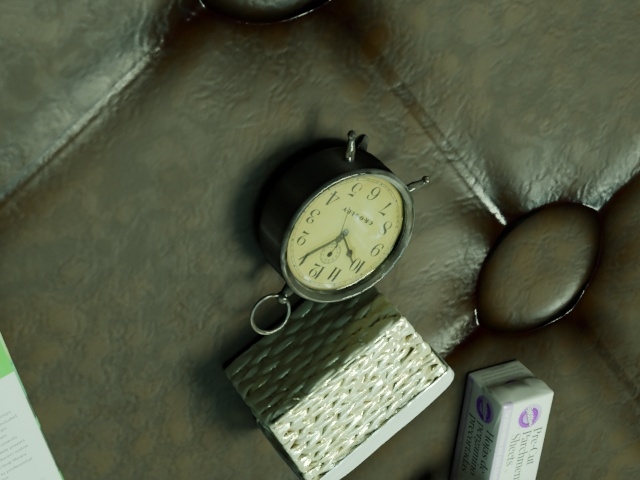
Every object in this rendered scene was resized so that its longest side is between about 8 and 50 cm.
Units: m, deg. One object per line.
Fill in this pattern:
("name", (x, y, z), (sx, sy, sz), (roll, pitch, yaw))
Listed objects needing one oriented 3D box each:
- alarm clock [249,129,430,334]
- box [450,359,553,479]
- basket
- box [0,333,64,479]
("alarm clock", (0.000, 0.000, 1.385), (0.129, 0.064, 0.192), (29, 99, -43))
("box", (0.172, 0.276, 1.692), (0.067, 0.063, 0.324), (-12, 126, -29))
("basket", (0.013, 0.118, 1.444), (0.167, 0.113, 0.103), (-39, 130, -6))
("box", (-0.328, 0.204, 1.308), (0.232, 0.058, 0.322), (-27, 133, -16))
